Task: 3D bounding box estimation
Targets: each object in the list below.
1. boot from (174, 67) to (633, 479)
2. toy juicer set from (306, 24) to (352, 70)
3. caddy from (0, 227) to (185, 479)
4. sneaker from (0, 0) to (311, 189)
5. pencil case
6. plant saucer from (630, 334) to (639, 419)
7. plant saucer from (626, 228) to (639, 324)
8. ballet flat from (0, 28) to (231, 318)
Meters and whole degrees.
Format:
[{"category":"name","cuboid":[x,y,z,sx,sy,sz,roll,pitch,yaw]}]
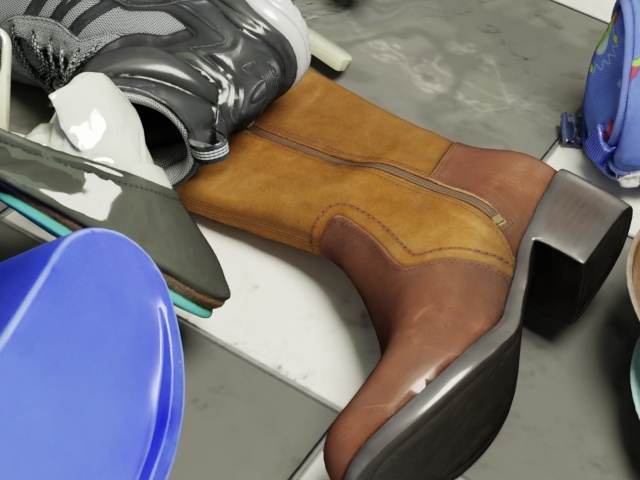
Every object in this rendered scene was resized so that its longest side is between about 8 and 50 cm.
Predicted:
[{"category":"boot","cuboid":[0.000,0.000,0.669,0.280,0.096,0.264,26,57,25]},{"category":"toy juicer set","cuboid":[-0.007,-0.279,0.962,0.209,0.089,0.329,22,44,12]},{"category":"caddy","cuboid":[-0.204,0.088,0.435,0.241,0.179,0.341,46,35,-25]},{"category":"sneaker","cuboid":[-0.152,-0.104,0.719,0.269,0.101,0.153,8,45,21]},{"category":"pencil case","cuboid":[0.328,-0.077,0.791,0.306,0.119,0.133,12,84,1]},{"category":"plant saucer","cuboid":[0.263,0.109,0.641,0.195,0.037,0.195,5,42,-5]},{"category":"plant saucer","cuboid":[0.265,0.051,0.649,0.199,0.036,0.198,6,43,-6]},{"category":"ballet flat","cuboid":[-0.161,-0.055,0.591,0.280,0.096,0.095,25,-1,-10]}]
